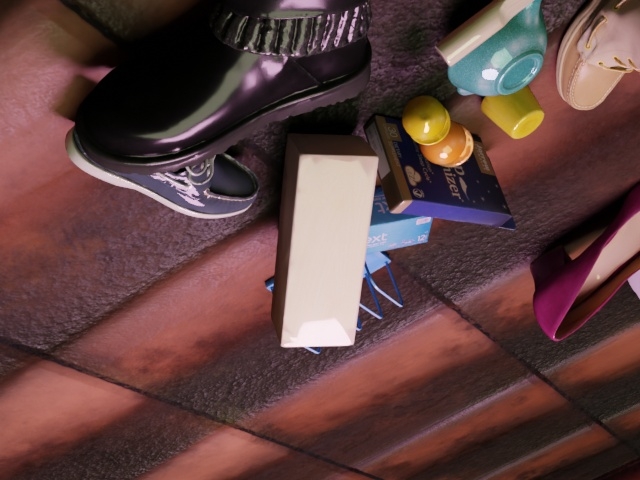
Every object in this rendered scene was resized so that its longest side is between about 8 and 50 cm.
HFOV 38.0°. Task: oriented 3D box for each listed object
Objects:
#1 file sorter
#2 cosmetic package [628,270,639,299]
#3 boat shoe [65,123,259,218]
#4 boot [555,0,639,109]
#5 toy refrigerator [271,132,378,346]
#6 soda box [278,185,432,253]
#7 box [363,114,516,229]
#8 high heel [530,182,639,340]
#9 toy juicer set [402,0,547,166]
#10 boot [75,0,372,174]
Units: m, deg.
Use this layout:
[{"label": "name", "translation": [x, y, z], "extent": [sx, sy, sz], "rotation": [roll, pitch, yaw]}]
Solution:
[{"label": "file sorter", "translation": [0.026, 0.085, 1.441], "extent": [0.170, 0.104, 0.118], "rotation": [-32, 145, 17]}, {"label": "cosmetic package", "translation": [0.683, 0.046, 1.709], "extent": [0.231, 0.117, 0.085], "rotation": [-7, 144, -20]}, {"label": "boat shoe", "translation": [-0.169, -0.098, 1.098], "extent": [0.255, 0.095, 0.079], "rotation": [22, 140, -34]}, {"label": "boot", "translation": [0.388, -0.210, 1.112], "extent": [0.095, 0.203, 0.262], "rotation": [-4, 142, -22]}, {"label": "toy refrigerator", "translation": [0.000, 0.000, 1.218], "extent": [0.102, 0.094, 0.269], "rotation": [0, 114, -14]}, {"label": "soda box", "translation": [0.049, -0.024, 1.326], "extent": [0.210, 0.071, 0.067], "rotation": [-11, 144, -13]}, {"label": "box", "translation": [0.171, -0.088, 1.238], "extent": [0.225, 0.136, 0.036], "rotation": [7, 144, -35]}, {"label": "high heel", "translation": [0.515, 0.026, 1.518], "extent": [0.127, 0.181, 0.377], "rotation": [38, 120, -25]}, {"label": "toy juicer set", "translation": [0.180, -0.210, 1.097], "extent": [0.209, 0.089, 0.329], "rotation": [-28, 154, -11]}, {"label": "boot", "translation": [-0.097, -0.220, 0.916], "extent": [0.348, 0.131, 0.260], "rotation": [-24, 155, -12]}]
